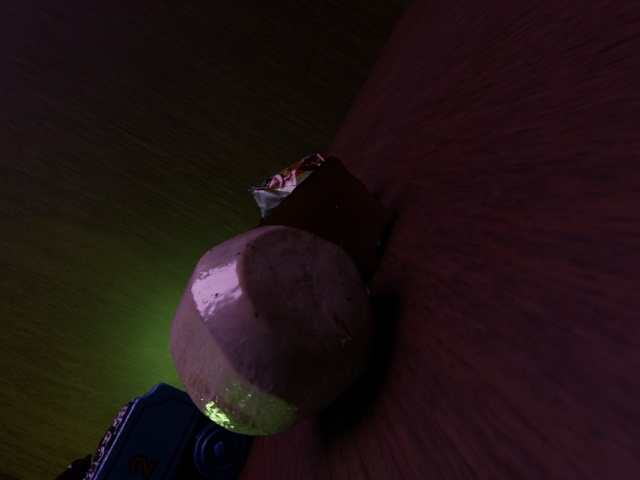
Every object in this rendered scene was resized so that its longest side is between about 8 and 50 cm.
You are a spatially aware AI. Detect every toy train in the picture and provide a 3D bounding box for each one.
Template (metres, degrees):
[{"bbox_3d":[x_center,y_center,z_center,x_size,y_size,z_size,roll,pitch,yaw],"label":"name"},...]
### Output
[{"bbox_3d":[-0.307,0.446,0.820,0.188,0.264,0.301,-41,24,58],"label":"toy train"}]

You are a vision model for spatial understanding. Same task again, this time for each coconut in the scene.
[{"bbox_3d":[-0.061,0.117,0.545,0.247,0.244,0.245,-54,12,44],"label":"coconut"}]

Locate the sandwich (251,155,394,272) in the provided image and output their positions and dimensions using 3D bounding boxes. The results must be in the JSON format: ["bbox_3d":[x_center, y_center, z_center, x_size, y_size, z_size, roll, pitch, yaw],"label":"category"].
[{"bbox_3d":[0.000,0.000,0.690,0.220,0.186,0.108,-45,3,-24],"label":"sandwich"}]

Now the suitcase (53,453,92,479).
[{"bbox_3d":[-0.532,0.715,1.023,0.188,0.345,0.339,-58,6,-20],"label":"suitcase"}]

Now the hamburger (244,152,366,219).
[{"bbox_3d":[-0.017,-0.048,0.935,0.276,0.260,0.151,72,-171,-57],"label":"hamburger"}]
